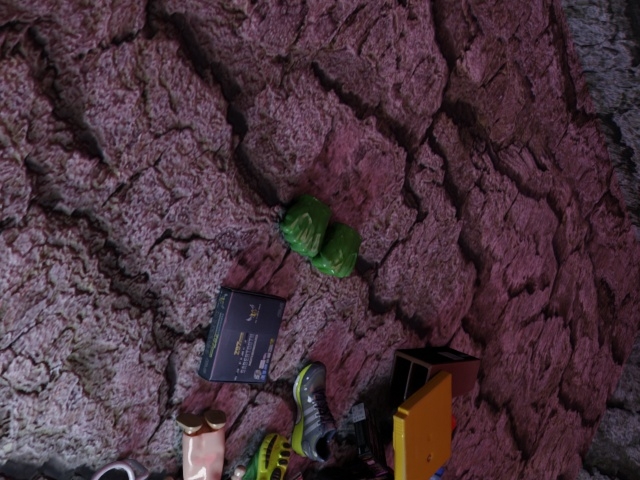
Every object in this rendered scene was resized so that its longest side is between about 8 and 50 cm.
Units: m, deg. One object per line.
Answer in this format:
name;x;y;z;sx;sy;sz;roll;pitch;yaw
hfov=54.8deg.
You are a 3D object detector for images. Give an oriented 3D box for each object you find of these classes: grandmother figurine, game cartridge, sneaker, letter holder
grandmother figurine;-0.288;0.596;1.532;0.208;0.104;0.342;2;102;-17
game cartridge;0.321;0.608;1.931;0.285;0.053;0.323;-23;115;-45
sneaker;-0.003;0.489;1.756;0.111;0.121;0.299;-10;106;-43
sneaker;-0.160;0.655;1.611;0.110;0.123;0.295;29;55;-4
sneaker;0.067;0.753;1.914;0.221;0.083;0.087;5;102;-42
letter holder;0.384;0.491;2.110;0.302;0.152;0.214;7;96;-44

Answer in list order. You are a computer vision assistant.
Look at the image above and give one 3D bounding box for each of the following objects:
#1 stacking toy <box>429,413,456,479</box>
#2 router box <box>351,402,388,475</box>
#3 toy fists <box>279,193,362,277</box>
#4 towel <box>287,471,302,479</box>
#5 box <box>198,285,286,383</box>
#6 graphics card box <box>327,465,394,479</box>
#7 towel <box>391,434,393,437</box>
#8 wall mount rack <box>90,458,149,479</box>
stacking toy;0.401;0.763;2.204;0.141;0.141;0.330;41;67;-41
router box;0.152;0.614;1.909;0.133;0.046;0.178;56;17;-35
toy fists;0.000;0.000;1.674;0.279;0.096;0.142;40;62;-40
towel;-0.128;0.832;1.731;0.237;0.037;0.328;-26;127;-38
box;-0.195;0.242;1.562;0.183;0.059;0.232;16;87;-43
graphics card box;0.091;0.814;1.857;0.371;0.094;0.232;21;104;-53
towel;0.281;0.667;2.146;0.083;0.009;0.060;33;77;-42
wall mount rack;-0.508;0.630;1.310;0.304;0.131;0.349;-13;108;-45
